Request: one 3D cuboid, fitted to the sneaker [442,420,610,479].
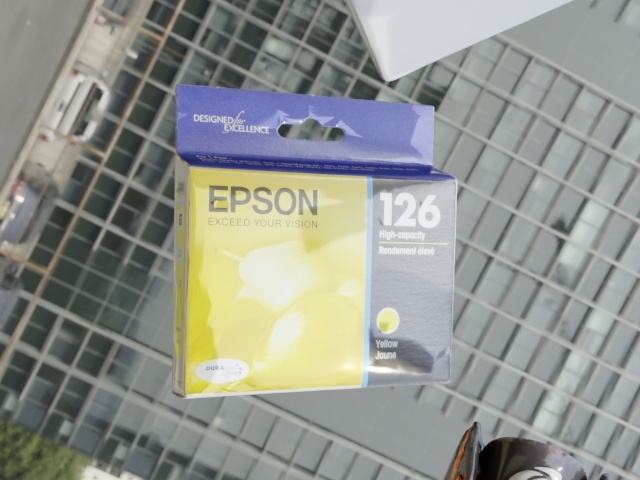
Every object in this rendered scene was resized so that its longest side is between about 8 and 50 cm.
[{"bbox_3d":[0.079,0.191,0.496,0.321,0.125,0.180,-7,121,-86],"label":"sneaker"}]

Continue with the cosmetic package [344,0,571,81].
[{"bbox_3d":[0.109,-0.438,0.912,0.330,0.327,0.393,-23,-133,7],"label":"cosmetic package"}]

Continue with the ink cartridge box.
[{"bbox_3d":[0.000,0.000,0.986,0.072,0.304,0.307,-174,-95,-66],"label":"ink cartridge box"}]
